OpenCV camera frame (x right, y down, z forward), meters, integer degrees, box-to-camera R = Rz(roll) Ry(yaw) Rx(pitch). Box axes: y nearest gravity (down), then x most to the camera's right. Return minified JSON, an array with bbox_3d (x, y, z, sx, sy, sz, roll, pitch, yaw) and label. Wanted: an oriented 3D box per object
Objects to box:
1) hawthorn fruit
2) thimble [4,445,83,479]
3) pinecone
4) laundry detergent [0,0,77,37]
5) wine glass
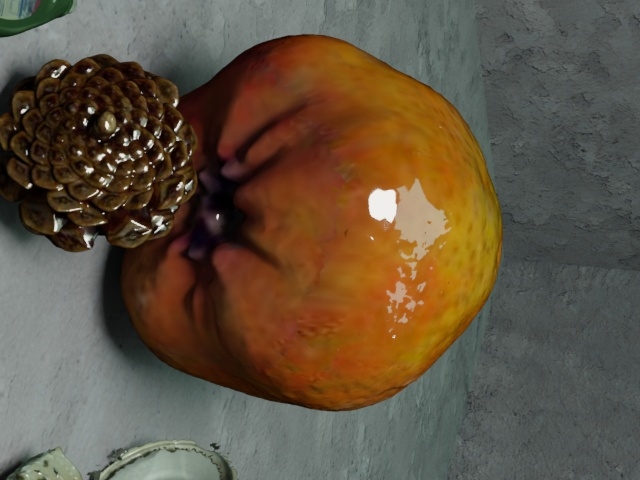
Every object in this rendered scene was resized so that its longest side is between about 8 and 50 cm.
[{"bbox_3d":[0.000,0.000,1.178,0.472,0.472,0.471,5,90,-69],"label":"hawthorn fruit"},{"bbox_3d":[-0.284,0.270,1.005,0.062,0.085,0.109,-40,137,-61],"label":"thimble"},{"bbox_3d":[-0.218,-0.076,0.972,0.208,0.208,0.207,5,90,-69],"label":"pinecone"},{"bbox_3d":[-0.292,-0.251,0.897,0.211,0.063,0.137,-3,92,-69],"label":"laundry detergent"},{"bbox_3d":[-0.167,0.429,1.210,0.190,0.191,0.356,-55,142,-52],"label":"wine glass"}]
